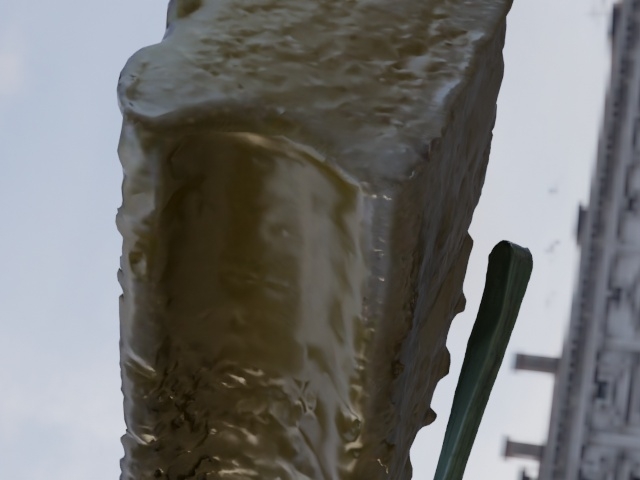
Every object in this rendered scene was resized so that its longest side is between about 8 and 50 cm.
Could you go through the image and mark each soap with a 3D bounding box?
[{"bbox_3d":[0.000,0.000,0.830,0.304,0.169,0.339,-63,-16,-48],"label":"soap"}]

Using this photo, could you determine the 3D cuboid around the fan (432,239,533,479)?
[{"bbox_3d":[0.059,0.094,0.695,0.038,0.016,0.193,-170,97,-80],"label":"fan"}]
